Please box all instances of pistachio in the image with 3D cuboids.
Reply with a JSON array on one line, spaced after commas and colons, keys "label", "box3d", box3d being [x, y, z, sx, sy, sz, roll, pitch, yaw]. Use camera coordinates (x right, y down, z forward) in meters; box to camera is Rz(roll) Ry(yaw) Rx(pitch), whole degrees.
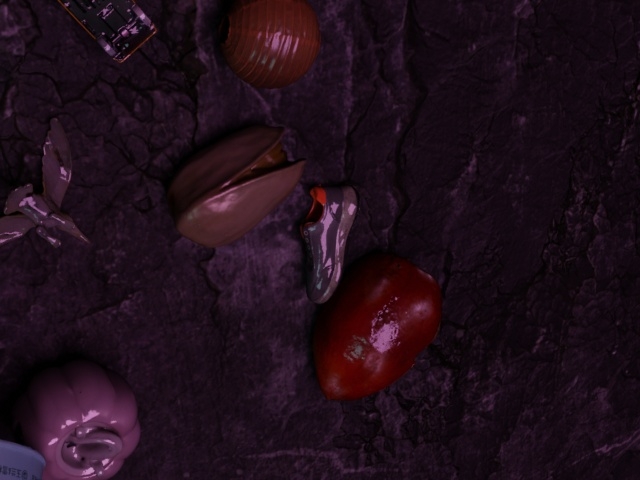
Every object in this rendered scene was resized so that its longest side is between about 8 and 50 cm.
[{"label": "pistachio", "box3d": [-0.117, -0.078, 1.244, 0.206, 0.131, 0.129, -37, 100, -9]}]

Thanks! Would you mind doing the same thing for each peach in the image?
[{"label": "peach", "box3d": [0.077, 0.142, 1.465, 0.267, 0.159, 0.154, -47, 122, -1]}]

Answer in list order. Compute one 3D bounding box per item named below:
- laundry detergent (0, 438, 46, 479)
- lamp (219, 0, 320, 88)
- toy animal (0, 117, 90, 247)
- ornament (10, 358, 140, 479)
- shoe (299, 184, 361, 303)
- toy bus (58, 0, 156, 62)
[{"label": "laundry detergent", "box3d": [-0.479, 0.400, 1.046, 0.287, 0.305, 0.287, -2, 154, -1]}, {"label": "lamp", "box3d": [-0.067, -0.266, 1.183, 0.136, 0.136, 0.136, -13, 119, -26]}, {"label": "toy animal", "box3d": [-0.349, -0.023, 1.156, 0.219, 0.095, 0.155, -48, 124, -1]}, {"label": "ornament", "box3d": [-0.337, 0.259, 1.257, 0.178, 0.177, 0.177, -13, 119, -26]}, {"label": "shoe", "box3d": [-0.001, 0.002, 1.400, 0.077, 0.074, 0.194, 11, 104, -23]}, {"label": "toy bus", "box3d": [-0.274, -0.295, 1.080, 0.069, 0.074, 0.162, -41, 130, 1]}]
